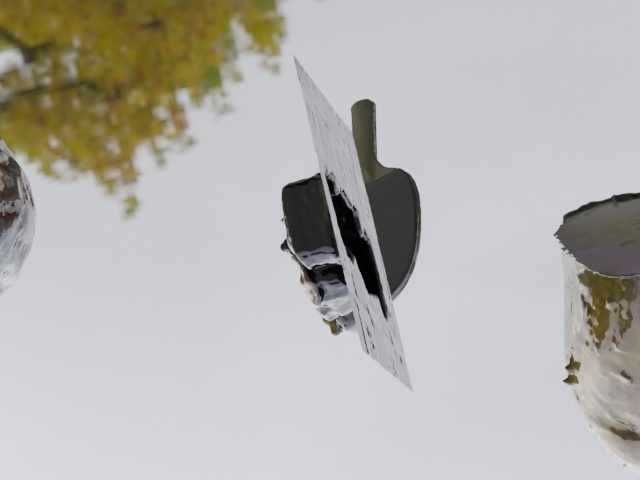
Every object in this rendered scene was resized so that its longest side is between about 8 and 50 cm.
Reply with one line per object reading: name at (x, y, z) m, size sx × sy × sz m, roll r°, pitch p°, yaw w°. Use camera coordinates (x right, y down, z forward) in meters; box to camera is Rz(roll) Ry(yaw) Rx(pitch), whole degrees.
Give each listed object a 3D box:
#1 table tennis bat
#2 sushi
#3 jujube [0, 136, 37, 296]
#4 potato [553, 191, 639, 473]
table tennis bat at (0.045, -0.034, 1.822) m, size 0.138 × 0.022 × 0.246 m, roll -29°, pitch -131°, yaw 36°
sushi at (0.000, 0.000, 1.178) m, size 0.050 × 0.192 × 0.215 m, roll -15°, pitch 166°, yaw 8°
jujube at (-0.403, -0.024, 1.690) m, size 0.246 × 0.215 × 0.308 m, roll -34°, pitch 170°, yaw 2°
potato at (0.325, 0.097, 1.667) m, size 0.229 × 0.266 × 0.229 m, roll -12°, pitch -157°, yaw 5°
